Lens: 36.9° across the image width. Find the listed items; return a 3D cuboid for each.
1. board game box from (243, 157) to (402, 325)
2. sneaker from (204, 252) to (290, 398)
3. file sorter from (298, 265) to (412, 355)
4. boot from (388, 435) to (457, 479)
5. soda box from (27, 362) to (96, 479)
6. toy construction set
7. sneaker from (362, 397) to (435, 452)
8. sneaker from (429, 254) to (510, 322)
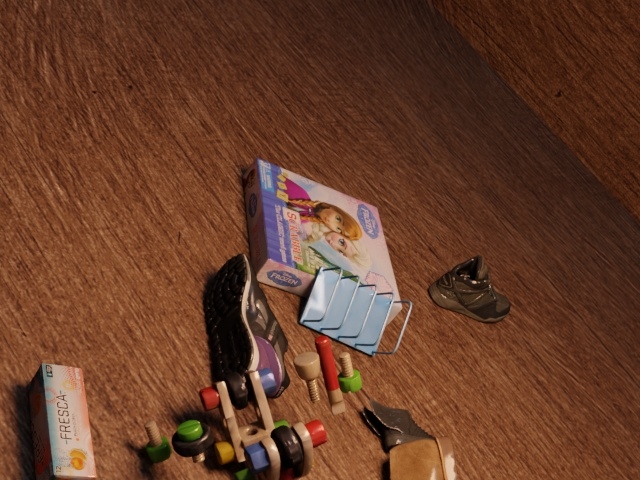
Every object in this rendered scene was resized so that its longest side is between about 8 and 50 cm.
[{"bbox_3d":[0.000,0.000,1.989,0.318,0.066,0.318,21,36,-27],"label":"board game box"},{"bbox_3d":[-0.120,0.154,1.666,0.124,0.107,0.283,34,32,-37],"label":"sneaker"},{"bbox_3d":[0.069,0.133,1.808,0.170,0.104,0.118,26,75,-19],"label":"file sorter"},{"bbox_3d":[0.179,0.469,1.580,0.115,0.112,0.305,-2,47,-6],"label":"boot"},{"bbox_3d":[-0.355,0.259,1.308,0.063,0.058,0.183,14,38,-34],"label":"soda box"},{"bbox_3d":[-0.050,0.319,1.434,0.309,0.258,0.237,-34,120,-41],"label":"toy construction set"},{"bbox_3d":[0.159,0.341,1.733,0.170,0.051,0.089,14,44,-29],"label":"sneaker"},{"bbox_3d":[0.368,0.111,2.166,0.228,0.130,0.087,20,38,-31],"label":"sneaker"}]
